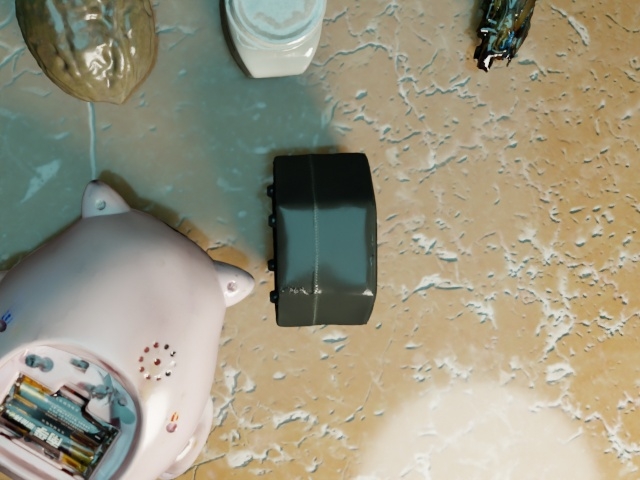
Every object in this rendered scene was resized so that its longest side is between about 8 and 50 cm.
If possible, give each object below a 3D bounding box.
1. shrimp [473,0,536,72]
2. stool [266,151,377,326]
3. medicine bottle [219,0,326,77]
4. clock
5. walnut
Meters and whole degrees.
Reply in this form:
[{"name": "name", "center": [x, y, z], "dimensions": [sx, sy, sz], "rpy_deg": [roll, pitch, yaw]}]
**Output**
[{"name": "shrimp", "center": [0.206, -0.379, 1.782], "dimensions": [0.222, 0.054, 0.290], "rpy_deg": [9, 92, -7]}, {"name": "stool", "center": [0.000, 0.000, 1.731], "dimensions": [0.141, 0.232, 0.232], "rpy_deg": [-1, 97, -2]}, {"name": "medicine bottle", "center": [-0.063, -0.293, 1.633], "dimensions": [0.124, 0.324, 0.179], "rpy_deg": [-4, 97, -4]}, {"name": "clock", "center": [-0.287, 0.144, 1.703], "dimensions": [0.368, 0.250, 0.377], "rpy_deg": [32, 93, -8]}, {"name": "walnut", "center": [-0.300, -0.283, 1.697], "dimensions": [0.178, 0.178, 0.230], "rpy_deg": [-19, 108, -3]}]
